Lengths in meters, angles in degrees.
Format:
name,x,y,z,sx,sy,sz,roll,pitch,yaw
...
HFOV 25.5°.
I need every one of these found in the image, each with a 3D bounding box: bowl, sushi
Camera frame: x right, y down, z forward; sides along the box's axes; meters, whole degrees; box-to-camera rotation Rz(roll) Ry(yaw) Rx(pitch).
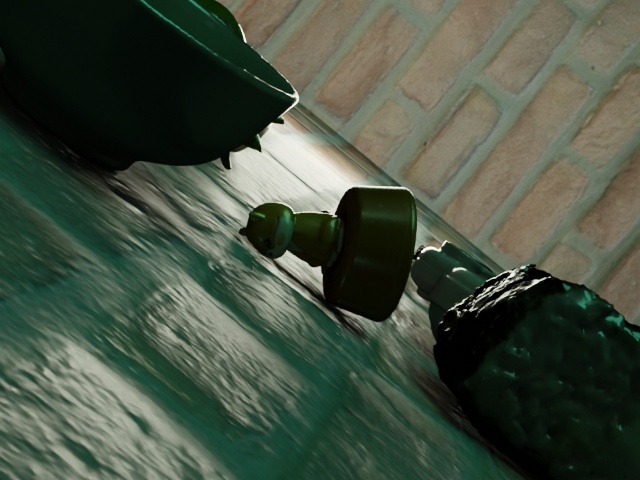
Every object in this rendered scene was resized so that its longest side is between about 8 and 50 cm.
name,x,y,z,sx,sy,sz,roll,pitch,yaw
bowl,-0.173,-0.152,1.184,0.289,0.146,0.289,38,9,-7
sushi,0.277,0.156,1.355,0.343,0.196,0.182,37,14,-13

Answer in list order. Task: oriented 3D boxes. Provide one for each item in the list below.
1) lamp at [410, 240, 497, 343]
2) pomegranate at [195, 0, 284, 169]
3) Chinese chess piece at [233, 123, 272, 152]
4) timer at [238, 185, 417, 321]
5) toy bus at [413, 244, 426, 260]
name,x,y,z,sx,sy,sz,roll,pitch,yaw
lamp,0.183,0.097,1.579,0.179,0.108,0.246,38,4,-45
pomegranate,-0.146,-0.182,1.619,0.156,0.156,0.220,-98,168,-79
Chinese chess piece,-0.172,-0.227,1.824,0.273,0.102,0.273,40,8,-7
timer,0.000,0.000,1.339,0.152,0.132,0.132,12,14,-12
toy bus,0.189,0.051,2.194,0.110,0.031,0.043,43,2,33
